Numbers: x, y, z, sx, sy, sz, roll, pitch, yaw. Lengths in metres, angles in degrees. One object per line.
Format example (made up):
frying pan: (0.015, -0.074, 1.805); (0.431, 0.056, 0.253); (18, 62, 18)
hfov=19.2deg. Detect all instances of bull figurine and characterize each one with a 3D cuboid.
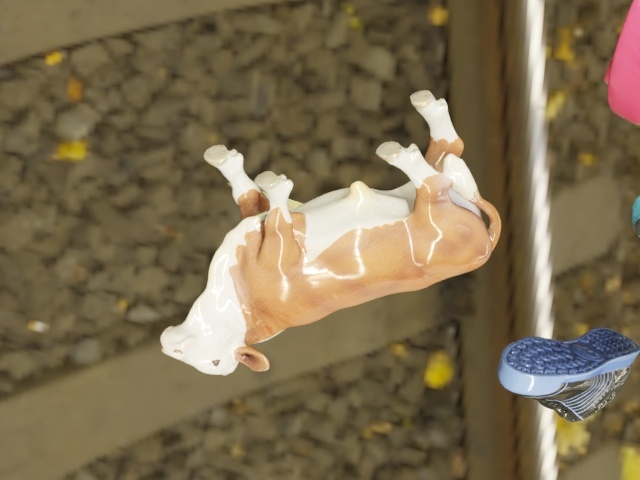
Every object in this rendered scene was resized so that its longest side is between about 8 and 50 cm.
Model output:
bull figurine: (0.000, 0.000, 1.590); (0.310, 0.101, 0.188); (-19, 129, -10)

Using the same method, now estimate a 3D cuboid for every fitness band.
fitness band: (0.300, -0.224, 1.518); (0.291, 0.054, 0.209); (-60, 171, -25)

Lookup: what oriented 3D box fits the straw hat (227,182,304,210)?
straw hat: (-0.041, -0.013, 1.964); (0.144, 0.144, 0.061); (17, 89, -49)

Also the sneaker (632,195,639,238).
sneaker: (0.409, -0.109, 1.685); (0.139, 0.125, 0.341); (27, 106, -8)

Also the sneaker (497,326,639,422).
sneaker: (0.260, 0.154, 2.029); (0.232, 0.081, 0.090); (-4, 121, -48)
